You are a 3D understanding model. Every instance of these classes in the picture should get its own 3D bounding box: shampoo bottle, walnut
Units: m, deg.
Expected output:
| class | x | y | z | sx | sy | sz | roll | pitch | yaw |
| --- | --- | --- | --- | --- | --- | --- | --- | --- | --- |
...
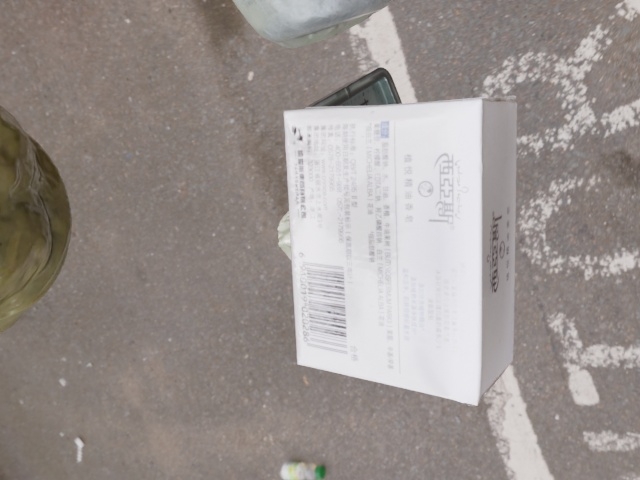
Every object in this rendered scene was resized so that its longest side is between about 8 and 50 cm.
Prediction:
| class | x | y | z | sx | sy | sz | roll | pitch | yaw |
| --- | --- | --- | --- | --- | --- | --- | --- | --- | --- |
| shampoo bottle | -0.020 | -0.497 | 0.970 | 0.323 | 0.322 | 0.317 | -7 | 111 | 34 |
| walnut | -0.436 | -0.028 | 0.679 | 0.253 | 0.282 | 0.276 | -13 | 77 | 1 |

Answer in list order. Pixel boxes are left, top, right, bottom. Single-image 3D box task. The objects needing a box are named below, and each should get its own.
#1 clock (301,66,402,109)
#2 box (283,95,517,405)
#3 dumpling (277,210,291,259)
| class | x | y | z | sx | sy | sz | roll | pitch | yaw |
| --- | --- | --- | --- | --- | --- | --- | --- | --- | --- |
| clock | 0.082 | -0.138 | 1.033 | 0.049 | 0.279 | 0.273 | -6 | 115 | 45 |
| box | 0.081 | -0.001 | 0.595 | 0.203 | 0.116 | 0.274 | 4 | 103 | 33 |
| dumpling | -0.002 | -0.003 | 1.157 | 0.167 | 0.216 | 0.126 | -22 | 64 | 16 |
